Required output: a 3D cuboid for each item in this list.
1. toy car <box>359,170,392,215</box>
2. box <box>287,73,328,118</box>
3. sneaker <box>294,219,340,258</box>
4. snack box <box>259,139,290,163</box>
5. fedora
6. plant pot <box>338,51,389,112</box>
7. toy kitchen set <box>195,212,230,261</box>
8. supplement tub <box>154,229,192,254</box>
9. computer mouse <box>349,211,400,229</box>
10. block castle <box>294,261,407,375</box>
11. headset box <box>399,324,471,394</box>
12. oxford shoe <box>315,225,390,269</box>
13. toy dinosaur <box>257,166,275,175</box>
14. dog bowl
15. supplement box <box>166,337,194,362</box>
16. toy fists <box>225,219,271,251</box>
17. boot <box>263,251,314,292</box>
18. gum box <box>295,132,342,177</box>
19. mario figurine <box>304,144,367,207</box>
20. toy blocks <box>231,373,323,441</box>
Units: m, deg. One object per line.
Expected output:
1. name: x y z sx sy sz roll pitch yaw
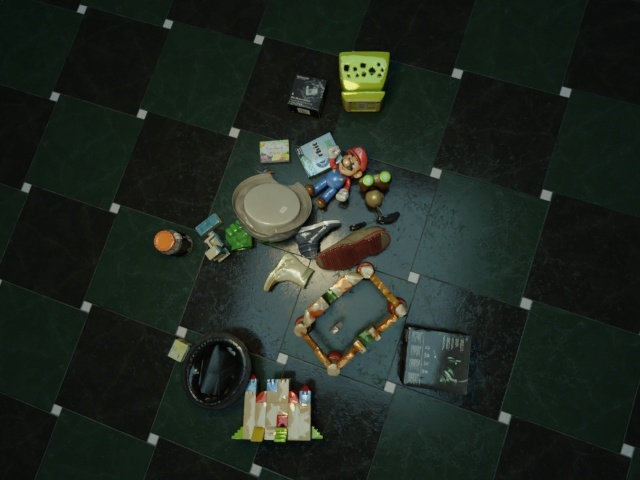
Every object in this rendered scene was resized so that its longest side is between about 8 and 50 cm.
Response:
1. toy car: 0.261 -0.205 1.823 0.148 0.155 0.188 -11 92 4
2. box: -0.059 -0.693 1.933 0.156 0.093 0.158 15 84 7
3. sneaker: 0.000 0.000 1.846 0.226 0.086 0.163 -17 79 5
4. snack box: -0.220 -0.429 1.943 0.141 0.037 0.100 -3 82 5
5. fedora: -0.445 0.569 1.788 0.334 0.152 0.334 -1 83 5
6. plant pot: 0.197 -0.717 1.851 0.227 0.228 0.207 1 91 5
7. toy kitchen set: -0.494 -0.020 1.855 0.122 0.166 0.207 -38 82 1
8. supplement tub: -0.679 0.012 1.857 0.117 0.190 0.117 -1 83 5
9. computer mouse: 0.250 -0.082 1.846 0.242 0.071 0.041 -16 92 5
10. block castle: 0.125 0.330 1.740 0.453 0.213 0.303 -42 85 2
11. headset box: 0.498 0.505 1.720 0.283 0.131 0.246 6 84 6
12. oxford shoe: 0.139 0.032 1.821 0.348 0.130 0.123 -19 118 -2
13. toy dinosaur: -0.278 -0.317 1.936 0.090 0.047 0.082 33 106 -2
14. dog bowl: -0.218 -0.144 1.806 0.348 0.102 0.349 5 54 -6
15. supplement box: -0.649 0.508 1.863 0.083 0.056 0.083 24 86 8
16. toy fists: -0.311 -0.047 1.879 0.279 0.096 0.142 -14 80 5
17. boot: -0.147 0.181 1.847 0.165 0.077 0.213 35 85 6
18. gum box: -0.004 -0.404 1.919 0.184 0.041 0.157 -25 82 2
19. mario figurine: 0.075 -0.303 1.821 0.320 0.170 0.198 -43 114 11
20. toy blocks: -0.179 0.719 1.752 0.381 0.191 0.261 -1 72 6
